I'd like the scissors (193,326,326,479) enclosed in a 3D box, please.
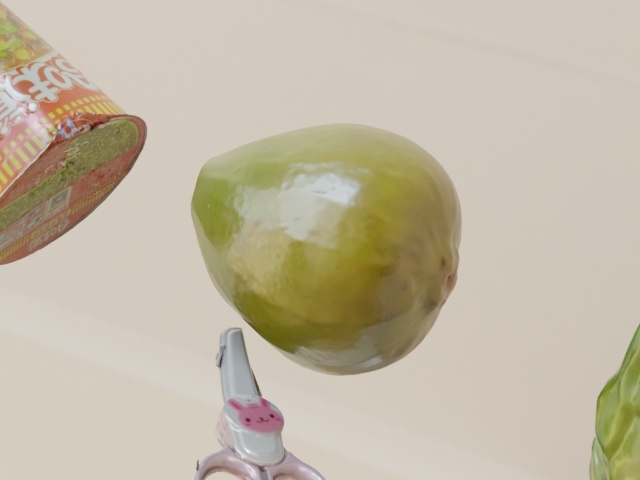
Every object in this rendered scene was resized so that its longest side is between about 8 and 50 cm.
[{"bbox_3d":[-0.054,0.150,1.590,0.118,0.242,0.030,10,-58,-17],"label":"scissors"}]

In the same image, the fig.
[{"bbox_3d":[0.006,0.007,1.651,0.230,0.207,0.207,0,-50,38],"label":"fig"}]

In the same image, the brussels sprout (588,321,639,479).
[{"bbox_3d":[0.280,0.122,1.215,0.227,0.294,0.259,8,-41,8],"label":"brussels sprout"}]

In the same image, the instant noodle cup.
[{"bbox_3d":[-0.285,-0.117,1.711,0.212,0.193,0.193,48,-32,13],"label":"instant noodle cup"}]
